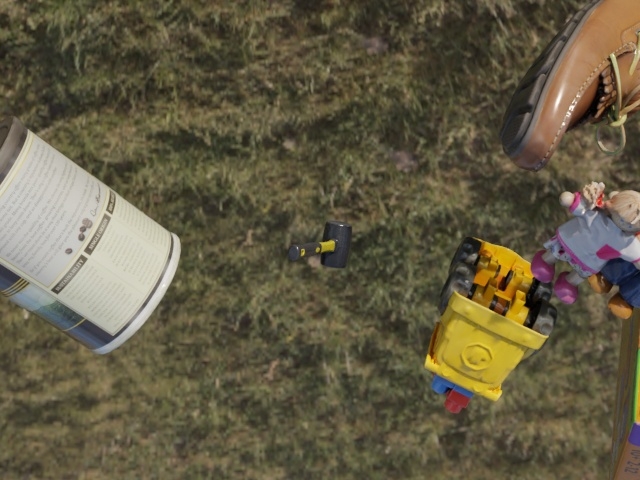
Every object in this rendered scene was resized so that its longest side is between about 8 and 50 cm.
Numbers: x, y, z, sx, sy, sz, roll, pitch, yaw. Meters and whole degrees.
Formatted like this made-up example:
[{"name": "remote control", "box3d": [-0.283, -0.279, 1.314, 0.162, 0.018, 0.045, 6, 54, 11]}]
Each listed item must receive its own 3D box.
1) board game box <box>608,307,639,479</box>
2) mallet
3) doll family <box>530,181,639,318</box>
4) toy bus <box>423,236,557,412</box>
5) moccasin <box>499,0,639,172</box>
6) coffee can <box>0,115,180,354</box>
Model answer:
[{"name": "board game box", "box3d": [0.612, 0.182, 1.330, 0.356, 0.357, 0.356, 7, 151, 14]}, {"name": "mallet", "box3d": [0.000, 0.000, 1.189, 0.039, 0.062, 0.189, 10, 179, 17]}, {"name": "doll family", "box3d": [0.321, 0.028, 0.821, 0.263, 0.118, 0.163, 43, 142, 3]}, {"name": "toy bus", "box3d": [0.222, 0.128, 1.338, 0.149, 0.220, 0.212, 24, 116, 3]}, {"name": "moccasin", "box3d": [0.334, -0.193, 1.117, 0.147, 0.380, 0.139, 41, 138, 5]}, {"name": "coffee can", "box3d": [-0.354, -0.002, 1.264, 0.201, 0.202, 0.275, -37, 120, 27]}]
